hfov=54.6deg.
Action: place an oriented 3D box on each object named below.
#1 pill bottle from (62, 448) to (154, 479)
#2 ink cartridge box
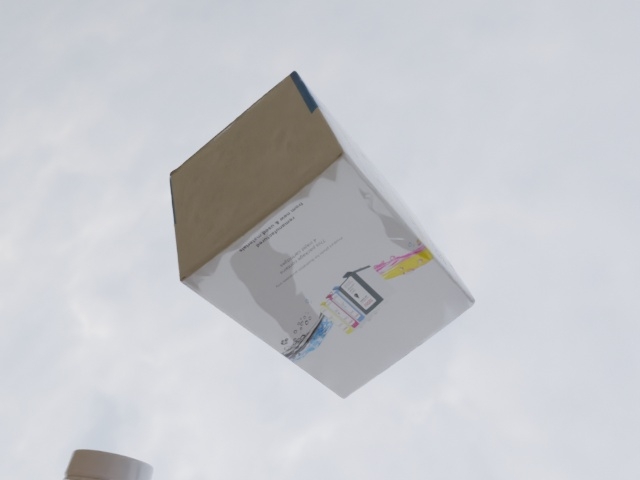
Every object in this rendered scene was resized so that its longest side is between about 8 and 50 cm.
[{"bbox_3d":[-0.213,0.292,0.547,0.108,0.108,0.193,-8,-126,26],"label":"pill bottle"},{"bbox_3d":[0.000,0.000,0.596,0.168,0.233,0.171,-38,-142,11],"label":"ink cartridge box"}]
